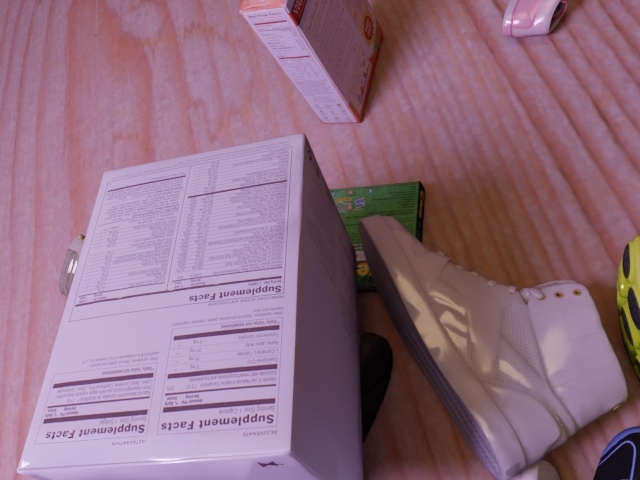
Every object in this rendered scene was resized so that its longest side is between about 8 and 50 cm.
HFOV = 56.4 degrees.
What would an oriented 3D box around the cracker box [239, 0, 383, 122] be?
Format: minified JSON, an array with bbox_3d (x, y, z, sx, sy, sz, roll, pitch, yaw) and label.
[{"bbox_3d":[0.000,-0.277,0.763,0.067,0.232,0.156,5,69,27],"label":"cracker box"}]

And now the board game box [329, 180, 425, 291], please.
[{"bbox_3d":[0.000,0.000,0.758,0.259,0.030,0.136,-2,64,25],"label":"board game box"}]

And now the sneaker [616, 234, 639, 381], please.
[{"bbox_3d":[0.349,0.123,0.496,0.123,0.109,0.295,-25,66,6],"label":"sneaker"}]

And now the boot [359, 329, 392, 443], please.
[{"bbox_3d":[-0.124,0.218,0.650,0.284,0.138,0.377,23,75,31],"label":"boot"}]

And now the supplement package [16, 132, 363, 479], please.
[{"bbox_3d":[-0.081,0.084,0.518,0.198,0.199,0.263,-9,54,14],"label":"supplement package"}]

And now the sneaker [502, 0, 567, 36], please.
[{"bbox_3d":[0.282,-0.316,0.755,0.070,0.051,0.134,14,77,29],"label":"sneaker"}]

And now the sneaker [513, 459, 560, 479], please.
[{"bbox_3d":[0.154,0.295,0.526,0.094,0.080,0.212,-6,59,47],"label":"sneaker"}]

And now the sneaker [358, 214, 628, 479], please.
[{"bbox_3d":[0.167,0.066,0.602,0.169,0.108,0.292,-26,60,-7],"label":"sneaker"}]

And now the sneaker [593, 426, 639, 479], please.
[{"bbox_3d":[0.246,0.262,0.479,0.081,0.090,0.232,10,73,29],"label":"sneaker"}]

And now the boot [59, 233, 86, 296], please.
[{"bbox_3d":[-0.277,0.014,0.857,0.165,0.077,0.213,25,82,34],"label":"boot"}]
